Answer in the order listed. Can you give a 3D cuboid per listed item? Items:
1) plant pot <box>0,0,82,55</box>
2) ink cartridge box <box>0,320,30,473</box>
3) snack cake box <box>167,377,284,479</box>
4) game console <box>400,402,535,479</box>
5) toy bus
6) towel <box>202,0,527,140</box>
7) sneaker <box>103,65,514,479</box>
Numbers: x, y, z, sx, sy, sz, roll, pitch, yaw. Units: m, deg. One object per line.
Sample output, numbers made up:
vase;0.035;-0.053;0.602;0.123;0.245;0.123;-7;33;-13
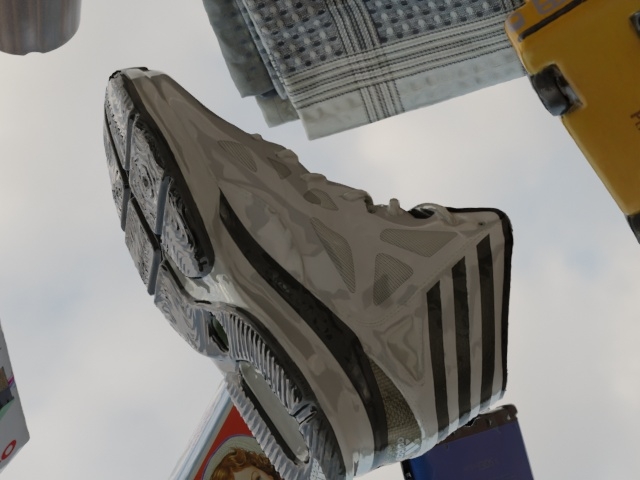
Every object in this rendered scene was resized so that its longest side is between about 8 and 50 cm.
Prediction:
plant pot;-0.328;-0.303;1.769;0.167;0.165;0.167;4;-132;-4
ink cartridge box;-0.328;0.130;1.166;0.117;0.278;0.201;31;-118;15
snack cake box;-0.081;0.270;1.620;0.152;0.089;0.264;34;-124;-9
game console;0.112;0.270;1.884;0.293;0.173;0.250;-3;-103;-59
toy bus;0.259;-0.099;1.295;0.333;0.108;0.130;48;-162;-39
towel;0.036;-0.252;1.598;0.056;0.324;0.312;-83;-26;-48
sneaker;0.000;0.001;1.367;0.257;0.169;0.447;-19;-124;-25
